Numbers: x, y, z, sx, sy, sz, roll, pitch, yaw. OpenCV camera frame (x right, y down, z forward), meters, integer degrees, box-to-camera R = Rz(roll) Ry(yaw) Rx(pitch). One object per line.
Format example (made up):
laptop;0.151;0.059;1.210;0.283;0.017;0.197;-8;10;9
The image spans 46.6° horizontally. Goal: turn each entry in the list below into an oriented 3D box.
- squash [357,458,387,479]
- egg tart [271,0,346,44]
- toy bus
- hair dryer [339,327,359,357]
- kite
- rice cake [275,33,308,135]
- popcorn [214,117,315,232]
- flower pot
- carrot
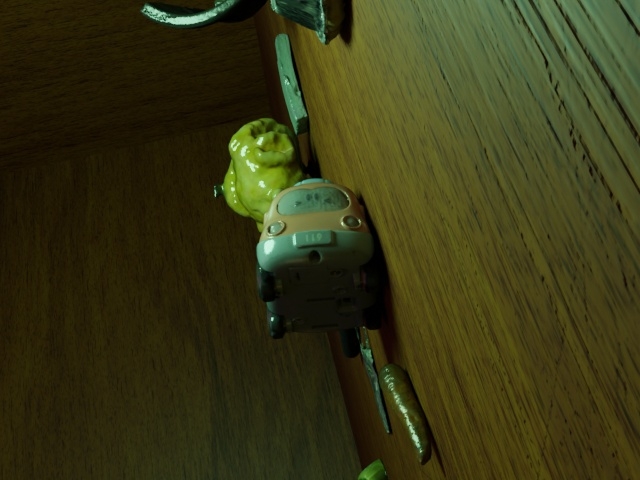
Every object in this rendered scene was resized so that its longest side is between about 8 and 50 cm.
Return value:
squash;0.141;0.629;1.946;0.200;0.075;0.090;16;-102;-70
egg tart;-0.033;-0.367;0.964;0.234;0.094;0.234;165;90;-85
toy bus;0.001;0.024;1.234;0.288;0.194;0.232;81;-173;-55
hair dryer;0.059;0.173;1.865;0.173;0.050;0.195;83;177;-50
kite;0.101;0.253;1.650;0.204;0.022;0.361;172;81;-87
rice cake;-0.075;-0.395;1.888;0.127;0.043;0.237;94;163;-76
popcorn;-0.136;-0.153;1.899;0.316;0.280;0.298;126;131;-80
flower pot;-0.224;-0.625;1.621;0.251;0.379;0.380;8;-112;-71
carrot;0.127;0.248;1.077;0.191;0.047;0.047;-115;12;-57
